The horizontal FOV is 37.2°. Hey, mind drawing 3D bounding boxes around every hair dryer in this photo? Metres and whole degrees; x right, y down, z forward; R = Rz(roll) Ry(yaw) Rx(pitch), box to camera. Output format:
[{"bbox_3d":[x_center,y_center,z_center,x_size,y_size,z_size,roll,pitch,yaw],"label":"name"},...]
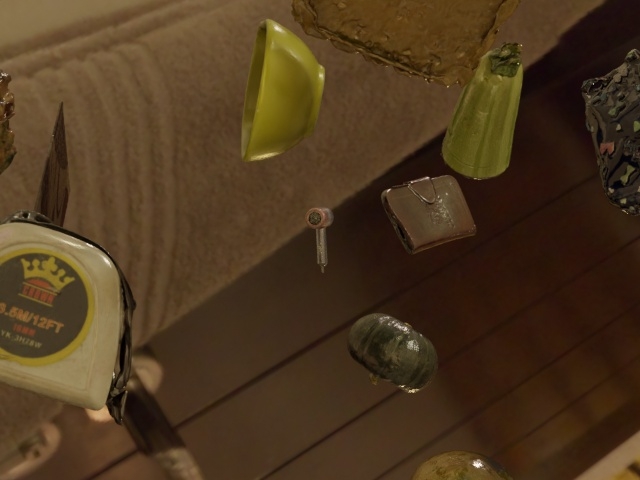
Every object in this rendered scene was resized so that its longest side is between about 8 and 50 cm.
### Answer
[{"bbox_3d":[0.000,0.000,1.654,0.063,0.037,0.114,-14,101,-75],"label":"hair dryer"}]

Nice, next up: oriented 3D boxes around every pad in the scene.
[{"bbox_3d":[-0.439,-0.044,1.552,0.220,0.004,0.330,101,-10,-47],"label":"pad"}]

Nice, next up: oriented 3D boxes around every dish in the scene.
[{"bbox_3d":[-0.058,-0.236,1.511,0.262,0.108,0.221,-108,-151,-69],"label":"dish"}]

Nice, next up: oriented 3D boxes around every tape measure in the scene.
[{"bbox_3d":[-0.356,0.094,1.276,0.271,0.232,0.133,22,-13,-17],"label":"tape measure"}]

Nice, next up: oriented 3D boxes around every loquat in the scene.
[{"bbox_3d":[0.178,0.335,1.186,0.152,0.152,0.195,55,21,16],"label":"loquat"}]

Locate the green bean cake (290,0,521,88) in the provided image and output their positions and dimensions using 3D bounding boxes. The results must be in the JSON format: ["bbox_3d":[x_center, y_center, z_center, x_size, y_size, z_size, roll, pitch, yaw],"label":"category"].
[{"bbox_3d":[0.102,-0.295,0.980,0.131,0.229,0.224,-95,-151,-55],"label":"green bean cake"}]

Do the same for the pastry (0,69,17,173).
[{"bbox_3d":[-0.388,-0.133,0.928,0.192,0.275,0.275,30,-15,-13],"label":"pastry"}]

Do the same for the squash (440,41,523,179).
[{"bbox_3d":[0.212,-0.169,1.172,0.094,0.094,0.224,52,-22,23],"label":"squash"}]

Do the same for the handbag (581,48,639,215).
[{"bbox_3d":[0.513,-0.167,1.488,0.162,0.113,0.260,-28,-122,35],"label":"handbag"}]

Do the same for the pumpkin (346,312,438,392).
[{"bbox_3d":[0.156,0.251,2.101,0.211,0.152,0.212,32,-14,9],"label":"pumpkin"}]

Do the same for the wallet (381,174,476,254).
[{"bbox_3d":[0.206,-0.054,1.789,0.031,0.255,0.137,-29,-98,36],"label":"wallet"}]
